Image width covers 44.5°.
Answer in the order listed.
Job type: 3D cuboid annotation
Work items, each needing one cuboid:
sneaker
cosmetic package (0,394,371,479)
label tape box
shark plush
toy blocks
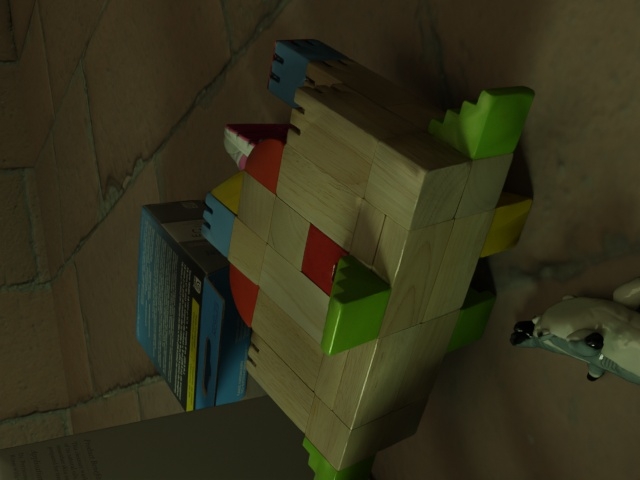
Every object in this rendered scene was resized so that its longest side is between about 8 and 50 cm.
[{"bbox_3d":[-0.045,-0.057,0.894,0.252,0.103,0.111,49,134,46],"label":"sneaker"},{"bbox_3d":[-0.140,0.312,0.849,0.217,0.385,0.156,57,141,43],"label":"cosmetic package"},{"bbox_3d":[-0.168,0.111,1.141,0.334,0.106,0.240,38,127,51],"label":"label tape box"},{"bbox_3d":[0.186,0.081,0.566,0.067,0.073,0.161,55,147,-10],"label":"shark plush"},{"bbox_3d":[0.000,0.000,0.690,0.261,0.191,0.381,39,129,38],"label":"toy blocks"}]
